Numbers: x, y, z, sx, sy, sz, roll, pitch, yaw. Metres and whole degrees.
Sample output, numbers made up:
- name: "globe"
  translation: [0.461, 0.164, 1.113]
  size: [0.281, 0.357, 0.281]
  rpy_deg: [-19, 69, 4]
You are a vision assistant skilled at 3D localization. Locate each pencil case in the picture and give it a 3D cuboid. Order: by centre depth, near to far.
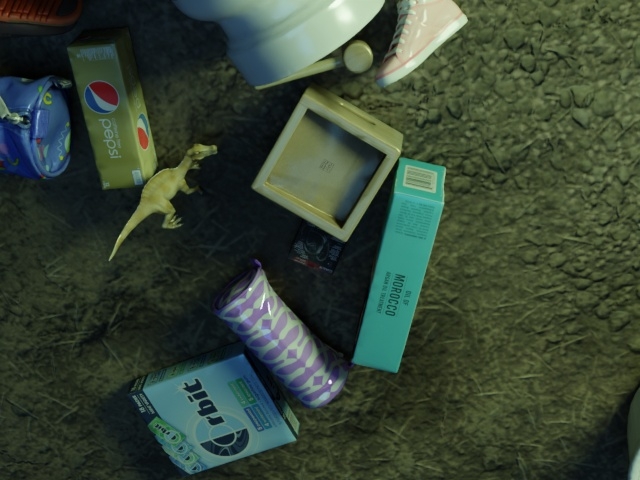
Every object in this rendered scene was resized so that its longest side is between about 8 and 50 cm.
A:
- name: "pencil case"
  translation: [-0.439, -0.146, 1.253]
  size: [0.306, 0.133, 0.119]
  rpy_deg: [7, 86, 4]
- name: "pencil case"
  translation: [-0.046, 0.125, 1.389]
  size: [0.088, 0.086, 0.206]
  rpy_deg: [-46, 111, -10]

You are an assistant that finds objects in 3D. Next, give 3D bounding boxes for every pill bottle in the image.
- name: "pill bottle"
  translation: [-0.097, -0.348, 1.056]
  size: [0.210, 0.210, 0.363]
  rpy_deg: [-26, 113, 20]

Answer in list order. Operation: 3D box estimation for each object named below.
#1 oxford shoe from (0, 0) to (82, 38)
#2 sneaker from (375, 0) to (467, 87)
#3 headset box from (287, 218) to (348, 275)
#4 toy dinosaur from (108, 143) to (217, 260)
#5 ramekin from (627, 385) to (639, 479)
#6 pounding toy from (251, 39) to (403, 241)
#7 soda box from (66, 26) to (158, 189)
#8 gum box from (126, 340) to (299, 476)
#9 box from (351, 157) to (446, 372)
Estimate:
- name: "oxford shoe"
  translation: [-0.396, -0.257, 1.225]
  size: [0.271, 0.097, 0.098]
  rpy_deg: [8, 139, 8]
- name: "sneaker"
  translation: [0.094, -0.225, 1.166]
  size: [0.134, 0.051, 0.070]
  rpy_deg: [-43, 103, -20]
- name: "headset box"
  translation: [0.000, 0.000, 1.341]
  size: [0.062, 0.032, 0.083]
  rpy_deg: [21, 120, -4]
- name: "toy dinosaur"
  translation: [-0.194, -0.050, 1.295]
  size: [0.053, 0.092, 0.183]
  rpy_deg: [40, 85, 18]
- name: "ramekin"
  translation: [0.522, 0.262, 1.365]
  size: [0.277, 0.135, 0.277]
  rpy_deg: [3, 120, 6]
- name: "pounding toy"
  translation: [0.005, -0.138, 1.235]
  size: [0.181, 0.094, 0.206]
  rpy_deg: [30, 109, -4]
- name: "soda box"
  translation: [-0.241, -0.154, 1.267]
  size: [0.058, 0.061, 0.181]
  rpy_deg: [-3, 119, 9]
- name: "gum box"
  translation: [-0.146, 0.232, 1.483]
  size: [0.184, 0.041, 0.157]
  rpy_deg: [-22, 115, 17]
- name: "box"
  translation: [0.094, 0.031, 1.308]
  size: [0.060, 0.100, 0.244]
  rpy_deg: [13, 119, 1]
